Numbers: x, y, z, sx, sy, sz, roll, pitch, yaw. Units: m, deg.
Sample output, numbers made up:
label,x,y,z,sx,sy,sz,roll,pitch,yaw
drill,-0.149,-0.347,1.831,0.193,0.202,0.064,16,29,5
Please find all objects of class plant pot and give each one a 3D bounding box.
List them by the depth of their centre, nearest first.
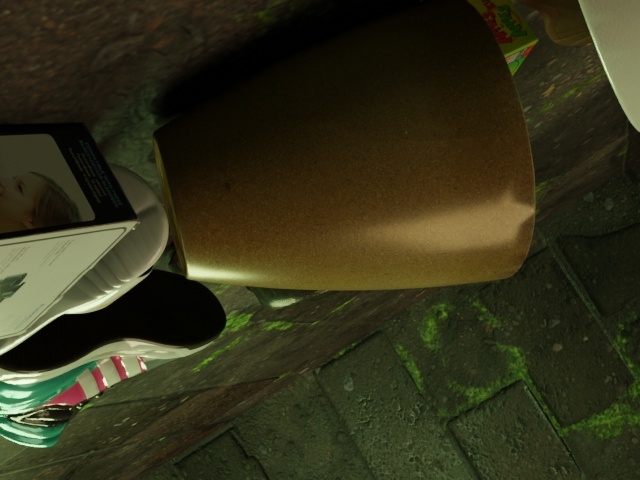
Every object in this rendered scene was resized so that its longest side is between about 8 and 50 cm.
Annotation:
label,x,y,z,sx,sy,sz,roll,pitch,yaw
plant pot,0.003,-0.057,0.795,0.254,0.237,0.237,-13,164,-11

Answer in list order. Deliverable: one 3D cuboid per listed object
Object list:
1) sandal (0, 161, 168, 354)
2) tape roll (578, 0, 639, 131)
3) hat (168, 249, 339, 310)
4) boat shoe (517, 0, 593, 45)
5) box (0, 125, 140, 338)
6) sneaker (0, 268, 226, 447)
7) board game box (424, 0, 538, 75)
label,x,y,z,sx,sy,sz,roll,pitch,yaw
sandal,-0.208,0.015,0.812,0.265,0.102,0.076,-29,172,33
tape roll,0.229,-0.199,0.555,0.169,0.246,0.246,-16,175,25
hat,0.000,0.000,1.136,0.331,0.134,0.331,-29,167,-8
boat shoe,0.210,-0.244,0.831,0.104,0.089,0.285,-7,171,16
box,-0.279,0.012,0.631,0.169,0.087,0.290,-39,165,32
sneaker,-0.252,0.133,1.065,0.295,0.124,0.178,-7,149,-45
board game box,0.121,-0.160,0.887,0.043,0.092,0.181,-28,167,-18
